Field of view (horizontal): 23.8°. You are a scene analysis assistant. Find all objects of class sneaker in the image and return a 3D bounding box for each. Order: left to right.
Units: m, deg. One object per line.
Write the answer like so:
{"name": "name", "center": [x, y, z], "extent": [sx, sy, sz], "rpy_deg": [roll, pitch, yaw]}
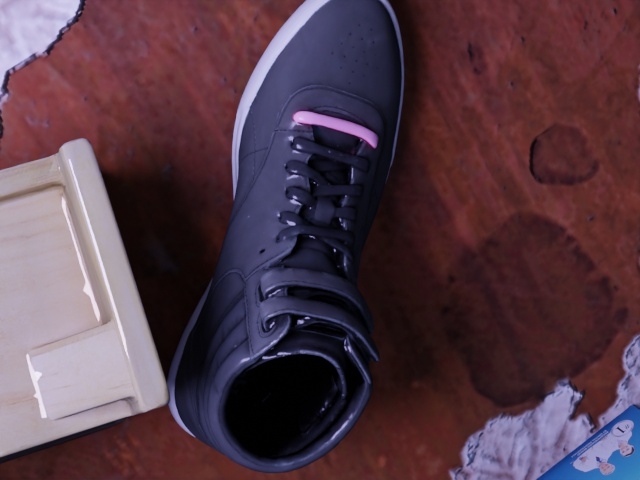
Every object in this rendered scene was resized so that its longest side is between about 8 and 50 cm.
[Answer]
{"name": "sneaker", "center": [0.000, 0.000, 0.864], "extent": [0.104, 0.147, 0.295], "rpy_deg": [16, 97, -22]}

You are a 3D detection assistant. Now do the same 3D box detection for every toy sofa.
{"name": "toy sofa", "center": [-0.273, 0.074, 0.800], "extent": [0.362, 0.177, 0.150], "rpy_deg": [-17, 86, -15]}

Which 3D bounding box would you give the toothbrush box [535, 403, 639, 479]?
{"name": "toothbrush box", "center": [0.272, 0.265, 0.958], "extent": [0.126, 0.295, 0.216], "rpy_deg": [-37, 115, -8]}
